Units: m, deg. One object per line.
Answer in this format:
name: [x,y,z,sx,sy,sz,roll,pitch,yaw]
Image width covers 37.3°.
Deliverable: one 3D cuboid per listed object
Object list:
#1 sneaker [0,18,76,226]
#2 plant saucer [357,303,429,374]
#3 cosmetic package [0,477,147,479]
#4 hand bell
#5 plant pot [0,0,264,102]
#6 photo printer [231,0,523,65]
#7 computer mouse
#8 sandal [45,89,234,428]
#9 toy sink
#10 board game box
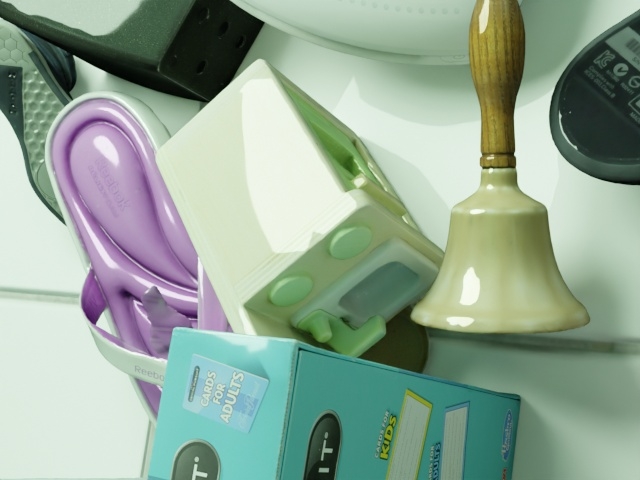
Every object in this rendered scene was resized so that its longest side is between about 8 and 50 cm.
sneaker: [-0.271,-0.125,0.974,0.086,0.163,0.226,-25,106,0]
plant saucer: [0.052,0.088,0.769,0.083,0.015,0.084,-8,74,28]
cosmetic package: [-0.246,0.418,0.676,0.329,0.327,0.394,-33,64,19]
hand bell: [0.126,-0.064,0.664,0.126,0.126,0.242,2,95,30]
plant pot: [-0.152,-0.230,0.882,0.167,0.188,0.188,33,95,18]
photo printer: [0.062,-0.300,0.765,0.255,0.107,0.308,16,85,6]
computer mouse: [0.287,-0.125,0.663,0.272,0.072,0.189,-35,60,4]
sandal: [-0.138,0.051,0.808,0.169,0.102,0.416,-41,72,18]
toy sink: [0.000,0.000,0.727,0.131,0.152,0.234,-39,54,15]
board game box: [0.019,0.202,0.571,0.079,0.336,0.254,3,79,31]
